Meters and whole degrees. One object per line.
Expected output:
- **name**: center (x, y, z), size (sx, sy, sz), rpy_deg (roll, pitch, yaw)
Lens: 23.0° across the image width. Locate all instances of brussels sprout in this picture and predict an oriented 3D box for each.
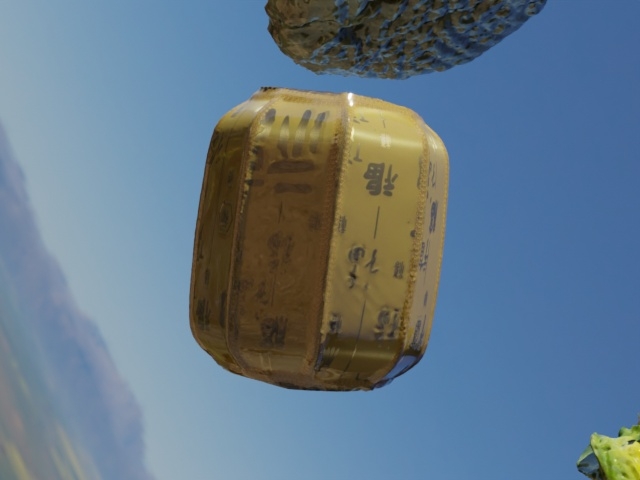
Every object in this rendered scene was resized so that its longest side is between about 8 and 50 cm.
- **brussels sprout**: center (0.311, 0.201, 1.313), size (0.181, 0.139, 0.100), rpy_deg (32, -35, 12)

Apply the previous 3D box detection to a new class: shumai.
- **shumai**: center (0.064, -0.249, 1.144), size (0.272, 0.222, 0.204), rpy_deg (-35, -118, 35)

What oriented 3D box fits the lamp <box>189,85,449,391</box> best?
- **lamp**: center (0.000, 0.000, 1.006), size (0.161, 0.161, 0.185), rpy_deg (-169, -92, -78)
